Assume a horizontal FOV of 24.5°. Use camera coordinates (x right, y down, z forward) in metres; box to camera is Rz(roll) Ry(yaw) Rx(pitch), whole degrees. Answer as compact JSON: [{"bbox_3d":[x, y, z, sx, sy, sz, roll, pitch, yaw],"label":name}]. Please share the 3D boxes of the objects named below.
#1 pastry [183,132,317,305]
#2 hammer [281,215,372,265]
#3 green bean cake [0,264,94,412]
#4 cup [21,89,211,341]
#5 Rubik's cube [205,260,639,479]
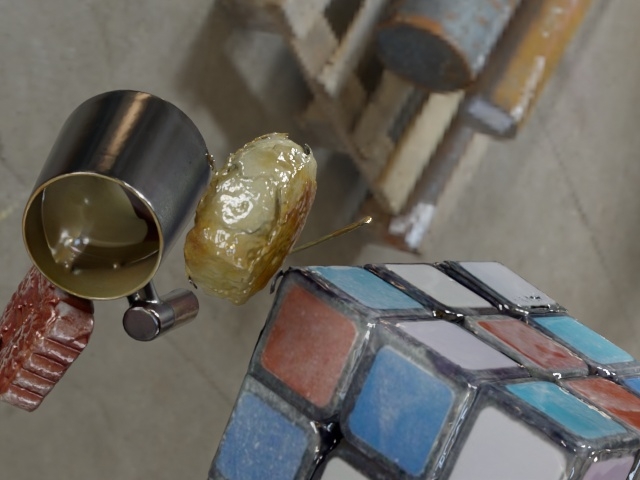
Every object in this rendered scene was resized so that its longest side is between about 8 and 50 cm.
[{"bbox_3d":[-0.056,-0.019,1.241,0.153,0.081,0.153,20,90,-78],"label":"pastry"},{"bbox_3d":[0.000,0.000,1.349,0.014,0.123,0.029,40,47,-31],"label":"hammer"},{"bbox_3d":[-0.286,0.089,1.507,0.056,0.135,0.135,24,117,-26],"label":"green bean cake"},{"bbox_3d":[-0.180,-0.019,1.492,0.239,0.166,0.177,42,24,-14],"label":"cup"},{"bbox_3d":[0.126,0.246,1.401,0.359,0.363,0.362,6,115,-52],"label":"Rubik's cube"}]
